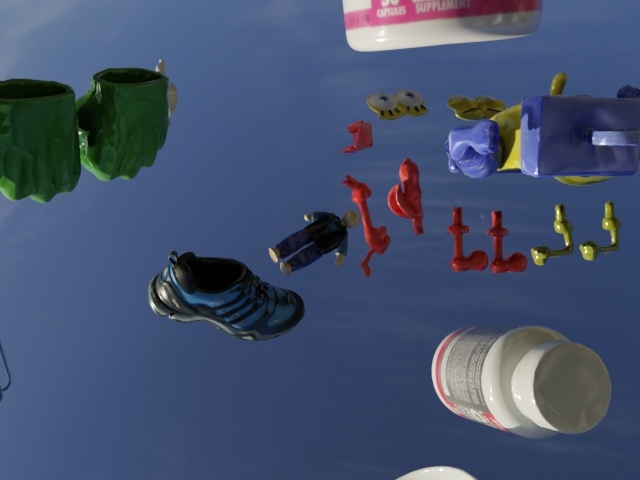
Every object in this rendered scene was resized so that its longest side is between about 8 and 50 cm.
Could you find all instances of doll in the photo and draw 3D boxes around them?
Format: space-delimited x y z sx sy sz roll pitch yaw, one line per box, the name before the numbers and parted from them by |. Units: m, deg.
doll | 0.000 0.000 1.192 0.189 0.046 0.129 -33 -110 -18

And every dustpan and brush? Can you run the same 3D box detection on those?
dustpan and brush | -0.343 -0.305 1.307 0.147 0.060 0.211 -35 -118 41

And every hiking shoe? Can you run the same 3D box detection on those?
hiking shoe | -0.144 0.100 1.095 0.304 0.132 0.113 12 -130 -33

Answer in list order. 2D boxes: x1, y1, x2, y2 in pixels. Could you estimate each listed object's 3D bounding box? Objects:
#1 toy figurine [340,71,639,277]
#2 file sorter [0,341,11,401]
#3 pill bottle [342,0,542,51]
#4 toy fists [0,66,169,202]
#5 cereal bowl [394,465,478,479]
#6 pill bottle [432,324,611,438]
toy figurine | 0.224 -0.060 0.568 0.362 0.191 0.217 -1 180 -20
file sorter | -0.445 0.176 0.717 0.104 0.118 0.170 -10 -162 -8
pill bottle | 0.088 -0.298 0.474 0.160 0.283 0.160 -6 -163 2
toy fists | -0.312 -0.137 0.792 0.096 0.142 0.279 26 -149 25
cereal bowl | 0.142 0.496 0.864 0.339 0.141 0.339 -41 -171 8
pill bottle | 0.324 0.229 1.029 0.176 0.318 0.176 2 -98 -12
